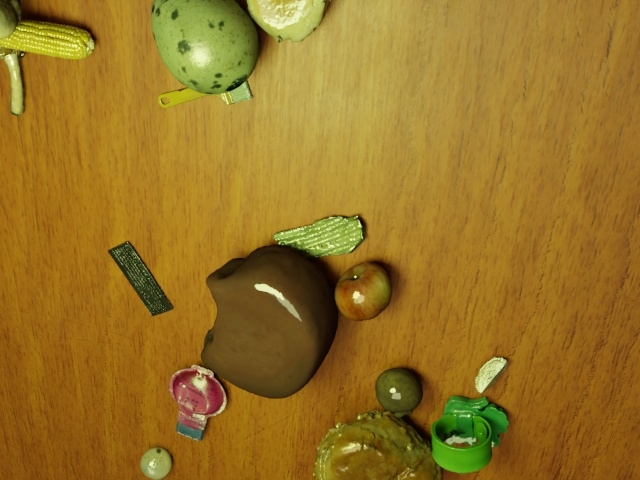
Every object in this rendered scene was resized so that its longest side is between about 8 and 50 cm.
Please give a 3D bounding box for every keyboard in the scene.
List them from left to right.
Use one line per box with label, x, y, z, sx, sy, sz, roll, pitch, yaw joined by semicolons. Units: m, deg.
keyboard;-0.428;0.095;1.653;0.074;0.015;0.196;-22;108;24

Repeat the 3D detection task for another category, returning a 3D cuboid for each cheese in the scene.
cheese;-0.313;0.408;1.752;0.155;0.062;0.244;19;121;7

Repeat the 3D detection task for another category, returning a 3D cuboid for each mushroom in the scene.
mushroom;-0.655;-0.342;1.473;0.060;0.061;0.187;32;129;31
mushroom;-0.444;0.603;1.890;0.085;0.085;0.079;33;162;-3

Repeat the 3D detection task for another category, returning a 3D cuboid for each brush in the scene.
brush;-0.241;-0.301;1.404;0.205;0.011;0.083;-10;114;20

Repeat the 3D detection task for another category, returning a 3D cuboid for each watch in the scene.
watch;0.328;0.430;1.534;0.165;0.152;0.131;3;114;16

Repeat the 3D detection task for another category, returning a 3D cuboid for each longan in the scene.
longan;0.177;0.343;1.561;0.106;0.106;0.119;-7;106;19

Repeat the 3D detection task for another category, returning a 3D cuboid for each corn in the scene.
corn;-0.554;-0.403;1.392;0.206;0.067;0.067;8;118;-2

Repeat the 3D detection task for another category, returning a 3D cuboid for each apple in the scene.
apple;0.091;0.108;1.454;0.126;0.126;0.102;-24;114;25

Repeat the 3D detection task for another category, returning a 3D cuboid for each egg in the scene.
egg;-0.214;-0.373;1.269;0.177;0.177;0.228;-42;83;29

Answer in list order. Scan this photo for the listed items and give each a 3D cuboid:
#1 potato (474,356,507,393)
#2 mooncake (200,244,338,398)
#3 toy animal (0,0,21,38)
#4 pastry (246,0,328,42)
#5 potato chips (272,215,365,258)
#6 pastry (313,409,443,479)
potato;0.371;0.289;1.521;0.037;0.036;0.093;44;105;33
mooncake;-0.118;0.179;1.515;0.333;0.174;0.326;-9;115;30
toy animal;-0.628;-0.493;1.313;0.168;0.121;0.233;19;78;-4
pastry;-0.058;-0.437;1.241;0.165;0.088;0.166;6;118;12
potato chips;0.000;0.000;1.478;0.207;0.028;0.092;-14;110;20
pastry;0.134;0.518;1.626;0.311;0.162;0.255;42;109;-19
